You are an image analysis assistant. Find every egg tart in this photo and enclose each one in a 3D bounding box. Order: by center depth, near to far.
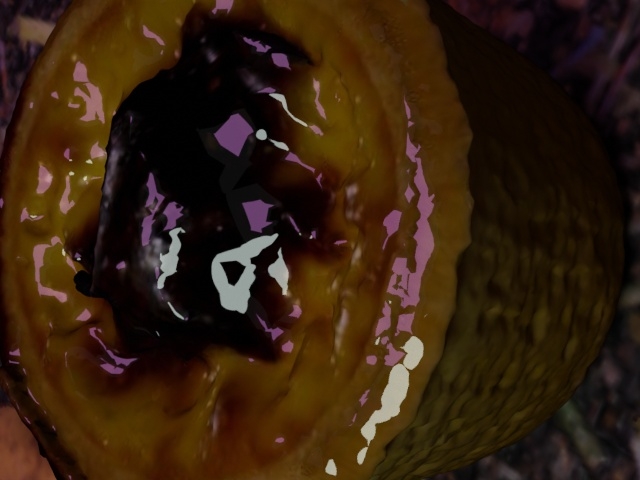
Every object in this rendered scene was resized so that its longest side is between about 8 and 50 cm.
[{"bbox_3d":[0.000,0.000,0.652,0.215,0.171,0.215,-8,78,43],"label":"egg tart"}]
